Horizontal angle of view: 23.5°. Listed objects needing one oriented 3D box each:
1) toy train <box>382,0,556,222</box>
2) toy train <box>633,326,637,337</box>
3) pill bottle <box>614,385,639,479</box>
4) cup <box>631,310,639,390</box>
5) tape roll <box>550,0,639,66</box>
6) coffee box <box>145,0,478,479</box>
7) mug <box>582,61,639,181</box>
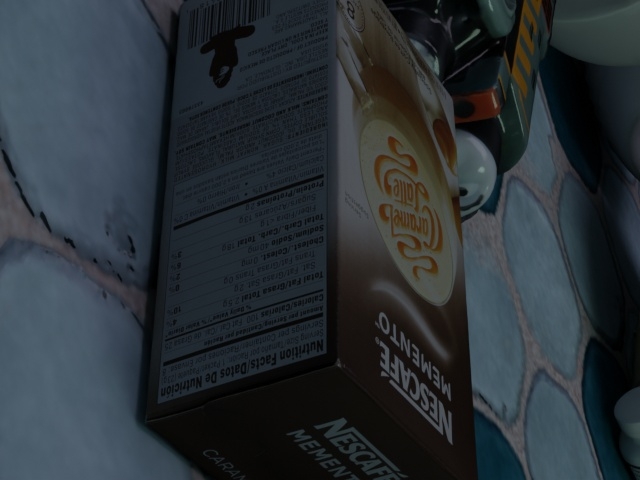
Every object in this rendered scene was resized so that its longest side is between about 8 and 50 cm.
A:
[{"bbox_3d":[0.087,-0.158,1.012,0.334,0.142,0.190,-75,150,-51],"label":"toy train"},{"bbox_3d":[0.310,0.118,1.441,0.024,0.017,0.083,-16,88,-56],"label":"toy train"},{"bbox_3d":[0.290,0.181,1.287,0.120,0.067,0.067,61,26,-25],"label":"pill bottle"},{"bbox_3d":[0.406,0.094,1.343,0.237,0.331,0.331,-45,122,-23],"label":"cup"},{"bbox_3d":[0.241,-0.281,1.291,0.169,0.246,0.246,16,59,-62],"label":"tape roll"},{"bbox_3d":[0.000,0.000,0.737,0.141,0.098,0.246,46,34,-45],"label":"coffee box"},{"bbox_3d":[0.359,-0.229,1.528,0.374,0.276,0.328,34,44,-21],"label":"mug"}]
